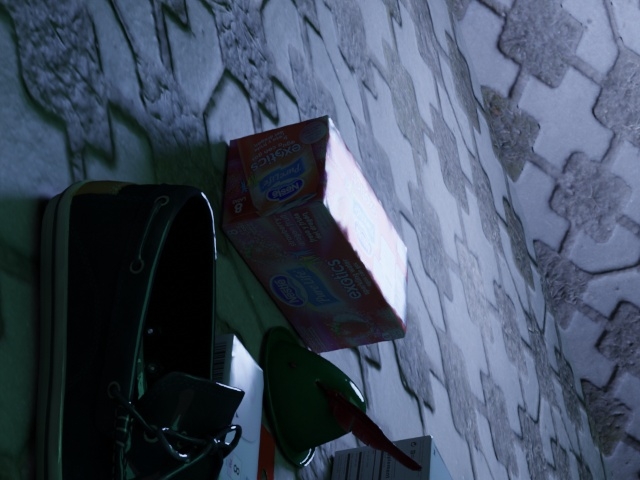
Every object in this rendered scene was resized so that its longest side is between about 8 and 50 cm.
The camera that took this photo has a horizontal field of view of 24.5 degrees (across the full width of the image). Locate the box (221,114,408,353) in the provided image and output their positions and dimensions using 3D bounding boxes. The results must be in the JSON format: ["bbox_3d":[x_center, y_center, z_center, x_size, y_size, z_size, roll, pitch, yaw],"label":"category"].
[{"bbox_3d":[0.000,0.000,1.916,0.300,0.142,0.154,56,28,-46],"label":"box"}]

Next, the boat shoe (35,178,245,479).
[{"bbox_3d":[-0.155,0.172,1.345,0.187,0.156,0.500,38,44,-64],"label":"boat shoe"}]

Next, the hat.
[{"bbox_3d":[0.045,0.193,1.852,0.173,0.184,0.208,9,69,-70],"label":"hat"}]

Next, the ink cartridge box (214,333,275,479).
[{"bbox_3d":[-0.080,0.245,1.666,0.232,0.066,0.189,52,31,-45],"label":"ink cartridge box"}]

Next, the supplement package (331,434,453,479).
[{"bbox_3d":[0.121,0.429,1.979,0.204,0.145,0.261,-82,152,-47],"label":"supplement package"}]
